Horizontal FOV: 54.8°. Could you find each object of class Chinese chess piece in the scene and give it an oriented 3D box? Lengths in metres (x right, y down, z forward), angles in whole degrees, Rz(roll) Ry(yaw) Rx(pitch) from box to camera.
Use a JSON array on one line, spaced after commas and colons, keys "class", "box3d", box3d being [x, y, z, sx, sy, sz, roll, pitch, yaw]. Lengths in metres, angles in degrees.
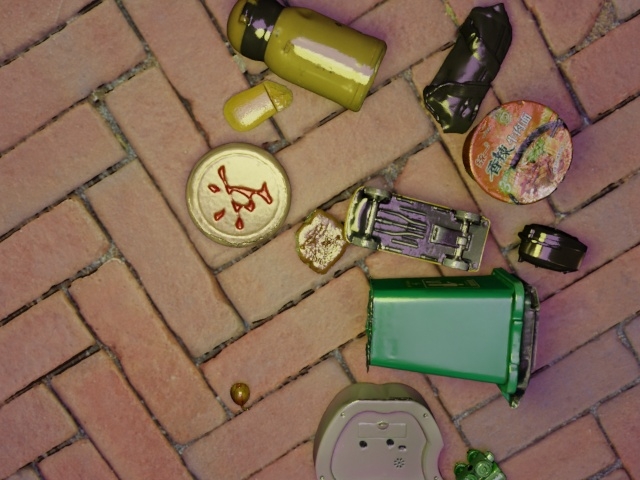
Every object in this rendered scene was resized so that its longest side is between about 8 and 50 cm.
[{"class": "Chinese chess piece", "box3d": [-0.193, -0.107, 1.461, 0.250, 0.103, 0.249, -1, 99, -4]}]

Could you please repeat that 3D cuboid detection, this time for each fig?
[{"class": "fig", "box3d": [-0.198, 0.399, 1.558, 0.050, 0.050, 0.083, -15, 117, 0]}]

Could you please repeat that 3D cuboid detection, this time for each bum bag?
[{"class": "bum bag", "box3d": [0.349, -0.410, 1.454, 0.142, 0.079, 0.326, 24, 95, -9]}]

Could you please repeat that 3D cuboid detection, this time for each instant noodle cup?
[{"class": "instant noodle cup", "box3d": [0.435, -0.201, 1.432, 0.231, 0.182, 0.230, 0, 97, -3]}]

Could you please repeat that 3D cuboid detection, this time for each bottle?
[{"class": "bottle", "box3d": [-0.039, -0.437, 1.392, 0.352, 0.171, 0.171, 24, 96, -3]}]

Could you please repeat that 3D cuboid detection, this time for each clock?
[{"class": "clock", "box3d": [0.147, 0.528, 1.557, 0.339, 0.102, 0.338, 0, 98, -2]}]

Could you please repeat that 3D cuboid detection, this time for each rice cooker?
[{"class": "rice cooker", "box3d": [0.561, 0.020, 1.503, 0.166, 0.112, 0.106, 9, 103, -3]}]

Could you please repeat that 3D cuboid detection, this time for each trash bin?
[{"class": "trash bin", "box3d": [0.297, 0.216, 1.459, 0.382, 0.259, 0.294, 3, 98, 4]}]

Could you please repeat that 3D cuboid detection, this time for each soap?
[{"class": "soap", "box3d": [-0.149, -0.326, 1.467, 0.169, 0.033, 0.089, -32, 100, 1]}]

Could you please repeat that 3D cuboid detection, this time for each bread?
[{"class": "bread", "box3d": [0.000, 0.000, 1.499, 0.128, 0.069, 0.140, 36, 94, -5]}]

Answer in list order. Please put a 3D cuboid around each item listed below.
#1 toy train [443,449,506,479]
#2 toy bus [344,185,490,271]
[{"class": "toy train", "box3d": [0.368, 0.652, 1.597, 0.251, 0.085, 0.119, -41, 103, 5]}, {"class": "toy bus", "box3d": [0.218, -0.028, 1.464, 0.331, 0.152, 0.144, 14, 91, -6]}]
